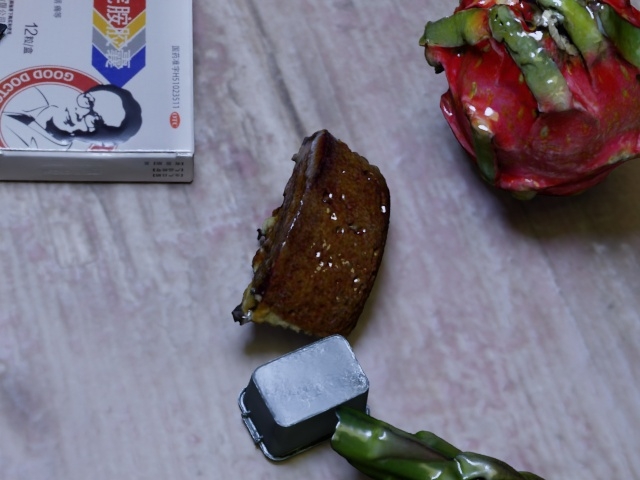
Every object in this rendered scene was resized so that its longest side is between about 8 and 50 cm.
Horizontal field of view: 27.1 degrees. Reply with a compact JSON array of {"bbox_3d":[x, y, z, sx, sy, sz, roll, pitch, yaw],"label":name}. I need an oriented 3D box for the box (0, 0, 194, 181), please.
[{"bbox_3d":[-0.246,-0.226,1.443,0.214,0.069,0.353,1,62,-7],"label":"box"}]

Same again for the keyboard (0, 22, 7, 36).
[{"bbox_3d":[-0.414,-0.140,1.333,0.087,0.017,0.250,17,58,20],"label":"keyboard"}]

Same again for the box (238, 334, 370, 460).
[{"bbox_3d":[-0.012,0.145,1.257,0.122,0.069,0.084,-23,66,-19],"label":"box"}]

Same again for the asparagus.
[{"bbox_3d":[0.139,0.230,1.225,0.287,0.080,0.080,21,60,3],"label":"asparagus"}]

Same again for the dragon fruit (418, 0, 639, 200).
[{"bbox_3d":[0.231,-0.168,1.340,0.231,0.303,0.237,-23,69,10],"label":"dragon fruit"}]

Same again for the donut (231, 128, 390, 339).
[{"bbox_3d":[0.001,0.004,1.308,0.126,0.144,0.186,26,32,-16],"label":"donut"}]
